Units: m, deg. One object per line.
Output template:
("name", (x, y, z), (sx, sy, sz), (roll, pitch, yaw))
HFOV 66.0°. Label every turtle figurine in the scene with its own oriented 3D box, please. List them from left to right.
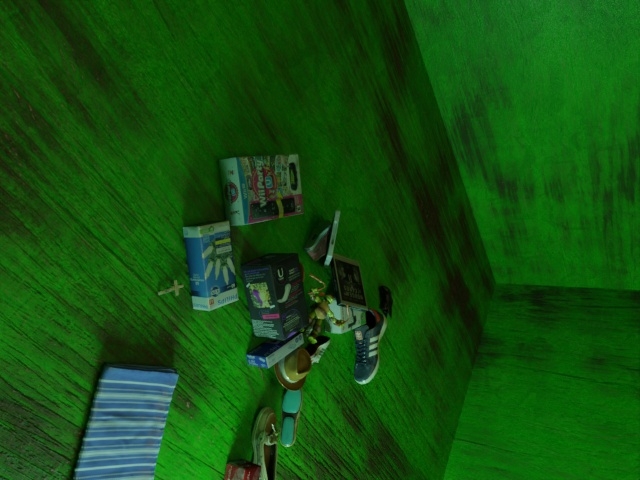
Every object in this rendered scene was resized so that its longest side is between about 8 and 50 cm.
("turtle figurine", (-0.014, 0.277, 1.936), (0.270, 0.087, 0.217), (53, 58, -24))

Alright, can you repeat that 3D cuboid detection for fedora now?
("fedora", (-0.090, 0.463, 1.842), (0.194, 0.079, 0.194), (32, 44, -38))

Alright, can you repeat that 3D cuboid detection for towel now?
("towel", (-0.516, 0.506, 1.328), (0.243, 0.040, 0.336), (26, 69, -50))

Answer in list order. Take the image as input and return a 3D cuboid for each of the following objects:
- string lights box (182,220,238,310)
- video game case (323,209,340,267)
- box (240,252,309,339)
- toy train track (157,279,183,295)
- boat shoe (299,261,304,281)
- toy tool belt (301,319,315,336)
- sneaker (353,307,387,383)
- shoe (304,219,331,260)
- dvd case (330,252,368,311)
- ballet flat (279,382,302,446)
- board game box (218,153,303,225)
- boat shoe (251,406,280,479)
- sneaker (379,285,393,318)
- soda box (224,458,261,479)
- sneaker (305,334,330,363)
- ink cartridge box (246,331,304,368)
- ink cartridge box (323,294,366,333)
("string lights box", (-0.341, 0.075, 1.538), (0.133, 0.076, 0.260), (-17, 104, -54))
("video game case", (0.047, -0.002, 2.017), (0.212, 0.023, 0.194), (105, -4, -74))
("box", (-0.157, 0.193, 1.735), (0.165, 0.143, 0.271), (-23, 108, -54))
("toy train track", (-0.443, 0.143, 1.452), (0.083, 0.014, 0.048), (-19, 112, -47))
("boat shoe", (-0.103, 0.184, 1.884), (0.073, 0.073, 0.207), (114, -15, -84))
("toy tool belt", (-0.040, 0.359, 1.977), (0.083, 0.052, 0.051), (-49, 120, -41))
("sneaker", (0.198, 0.472, 2.258), (0.148, 0.131, 0.350), (42, 51, -38))
("shoe", (0.000, 0.000, 2.028), (0.178, 0.063, 0.081), (-55, 134, -32))
("dvd case", (0.119, 0.180, 2.118), (0.179, 0.029, 0.239), (20, 50, -42))
("ballet flat", (-0.113, 0.658, 1.874), (0.073, 0.080, 0.232), (60, 40, -76))
("board game box", (-0.198, -0.180, 1.710), (0.303, 0.097, 0.224), (-15, 102, -49))
("boat shoe", (-0.184, 0.740, 1.743), (0.104, 0.089, 0.285), (11, 81, -53))
("sneaker", (0.331, 0.314, 2.490), (0.089, 0.051, 0.170), (-62, 139, -40))
("soda box", (-0.273, 0.870, 1.617), (0.083, 0.092, 0.264), (22, 73, -51))
("sneaker", (-0.015, 0.454, 2.020), (0.161, 0.057, 0.075), (-35, 134, -50))
("ink cartridge box", (-0.160, 0.387, 1.770), (0.207, 0.097, 0.046), (-26, 110, -52))
("ink cartridge box", (0.108, 0.310, 2.151), (0.208, 0.086, 0.153), (-8, 96, -53))
